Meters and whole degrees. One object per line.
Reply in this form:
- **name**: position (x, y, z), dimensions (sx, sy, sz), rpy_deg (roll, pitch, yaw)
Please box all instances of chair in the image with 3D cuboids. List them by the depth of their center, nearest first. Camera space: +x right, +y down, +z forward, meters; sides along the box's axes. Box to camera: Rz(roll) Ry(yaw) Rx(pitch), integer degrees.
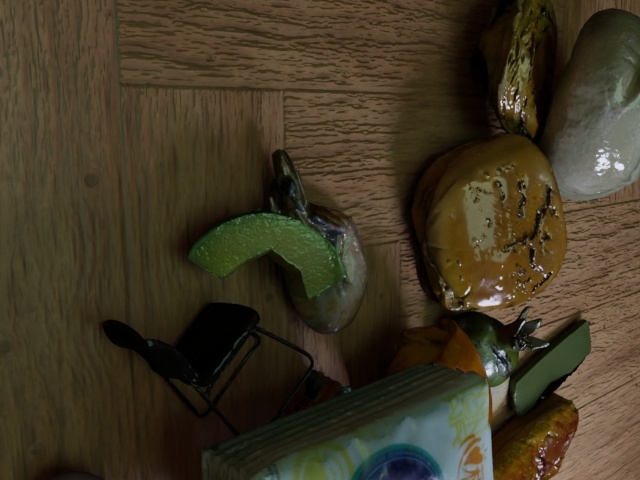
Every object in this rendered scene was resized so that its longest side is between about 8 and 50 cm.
- **chair**: position (-0.146, 0.137, 0.874), dimensions (0.221, 0.140, 0.145), rpy_deg (49, 66, -31)

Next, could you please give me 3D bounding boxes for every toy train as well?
- **toy train**: position (0.022, 0.284, 1.084), dimensions (0.099, 0.072, 0.188), rpy_deg (-52, 126, -15)

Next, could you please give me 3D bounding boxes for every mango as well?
- **mango**: position (0.186, 0.298, 1.164), dimensions (0.201, 0.199, 0.350), rpy_deg (-15, 123, -9)

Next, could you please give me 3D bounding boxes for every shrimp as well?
- **shrimp**: position (0.000, 0.000, 1.024), dimensions (0.168, 0.077, 0.317), rpy_deg (-40, 126, -41)

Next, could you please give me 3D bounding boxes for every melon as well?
- **melon**: position (-0.065, 0.017, 0.918), dimensions (0.209, 0.064, 0.118), rpy_deg (28, 95, -21)

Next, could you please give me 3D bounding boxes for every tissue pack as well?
- **tissue pack**: position (0.054, 0.345, 0.874), dimensions (0.388, 0.162, 0.287), rpy_deg (-11, 100, -38)

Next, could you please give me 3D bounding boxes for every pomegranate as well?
- **pomegranate**: position (0.314, 0.193, 1.242), dimensions (0.152, 0.191, 0.131), rpy_deg (28, 51, -39)

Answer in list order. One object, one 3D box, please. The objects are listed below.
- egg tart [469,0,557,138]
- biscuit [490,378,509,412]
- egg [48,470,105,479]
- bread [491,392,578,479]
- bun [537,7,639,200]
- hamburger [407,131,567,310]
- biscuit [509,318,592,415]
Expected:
- **egg tart**: position (0.355, -0.329, 1.247), dimensions (0.297, 0.132, 0.297), rpy_deg (-16, 110, -53)
- **biscuit**: position (0.346, 0.292, 1.396), dimensions (0.152, 0.020, 0.152), rpy_deg (-7, 101, -39)
- **egg**: position (-0.282, 0.335, 0.805), dimensions (0.103, 0.103, 0.135), rpy_deg (-41, 120, -28)
- **bread**: position (0.431, 0.479, 1.444), dimensions (0.380, 0.109, 0.185), rpy_deg (-25, 112, -37)
- **bun**: position (0.542, -0.240, 1.271), dimensions (0.365, 0.219, 0.365), rpy_deg (20, 90, -77)
- **hamburger**: position (0.299, -0.024, 1.215), dimensions (0.284, 0.174, 0.304), rpy_deg (-27, 107, -22)
- **biscuit**: position (0.521, 0.285, 1.536), dimensions (0.322, 0.038, 0.099), rpy_deg (-27, 111, -35)
